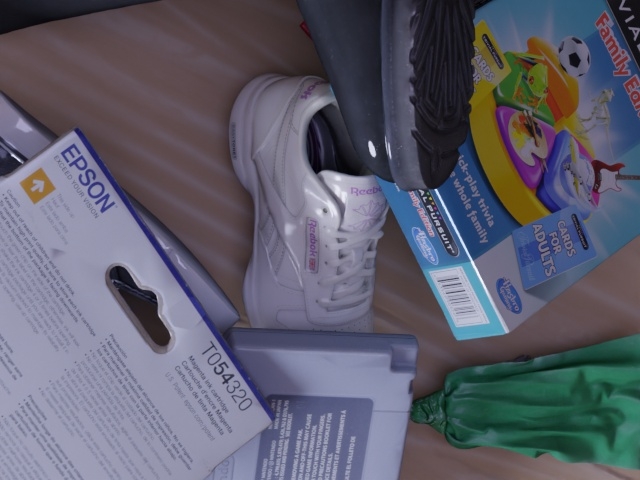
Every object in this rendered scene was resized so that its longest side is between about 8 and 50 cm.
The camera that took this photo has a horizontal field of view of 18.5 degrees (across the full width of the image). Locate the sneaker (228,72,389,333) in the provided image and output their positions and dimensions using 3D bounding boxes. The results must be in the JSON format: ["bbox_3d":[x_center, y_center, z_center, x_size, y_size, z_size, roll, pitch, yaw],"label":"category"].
[{"bbox_3d":[0.000,0.000,1.756,0.114,0.152,0.305,-18,101,-34],"label":"sneaker"}]

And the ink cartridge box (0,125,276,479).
[{"bbox_3d":[-0.254,0.123,1.642,0.330,0.071,0.324,-37,111,-13],"label":"ink cartridge box"}]

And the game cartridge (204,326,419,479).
[{"bbox_3d":[-0.027,0.212,1.784,0.198,0.062,0.297,5,117,-6],"label":"game cartridge"}]

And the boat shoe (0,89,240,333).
[{"bbox_3d":[-0.207,-0.001,1.743,0.301,0.108,0.102,41,93,-17],"label":"boat shoe"}]

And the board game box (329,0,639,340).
[{"bbox_3d":[0.201,-0.105,1.756,0.336,0.079,0.254,-34,102,-32],"label":"board game box"}]

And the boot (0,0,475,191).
[{"bbox_3d":[-0.105,-0.214,1.609,0.445,0.146,0.367,-2,86,23],"label":"boot"}]

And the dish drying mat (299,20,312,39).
[{"bbox_3d":[0.021,-0.214,1.815,0.083,0.008,0.032,-42,103,-3],"label":"dish drying mat"}]

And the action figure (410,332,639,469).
[{"bbox_3d":[0.195,0.155,1.860,0.232,0.063,0.137,-1,98,-14],"label":"action figure"}]
